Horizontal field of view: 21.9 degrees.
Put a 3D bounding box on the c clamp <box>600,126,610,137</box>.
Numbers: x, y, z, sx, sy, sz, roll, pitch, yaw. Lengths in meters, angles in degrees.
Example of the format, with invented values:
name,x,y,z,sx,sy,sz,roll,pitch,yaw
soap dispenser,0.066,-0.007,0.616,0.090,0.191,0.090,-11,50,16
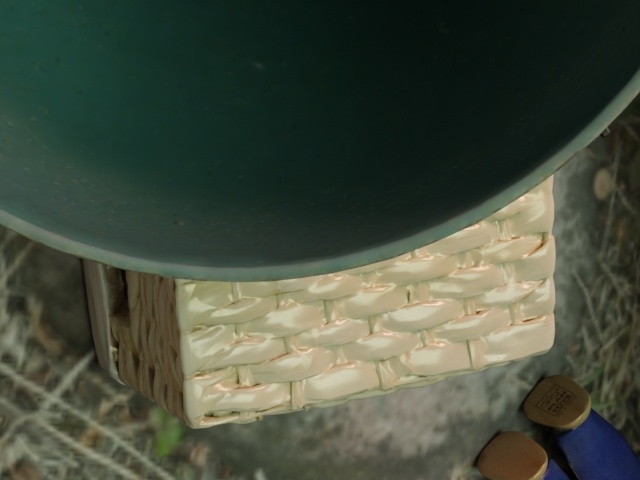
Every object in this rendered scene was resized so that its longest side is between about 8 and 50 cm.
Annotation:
name,x,y,z,sx,sy,sz,roll,pitch,yaw
c clamp,0.064,-0.037,0.724,0.161,0.022,0.137,-41,108,7

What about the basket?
name,x,y,z,sx,sy,sz,roll,pitch,yaw
basket,0.000,0.000,0.639,0.167,0.103,0.113,-10,108,-20

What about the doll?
name,x,y,z,sx,sy,sz,roll,pitch,yaw
doll,0.157,0.151,0.845,0.129,0.046,0.189,-48,122,-18

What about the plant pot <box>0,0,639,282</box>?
name,x,y,z,sx,sy,sz,roll,pitch,yaw
plant pot,-0.017,-0.150,0.530,0.290,0.195,0.290,1,103,6
